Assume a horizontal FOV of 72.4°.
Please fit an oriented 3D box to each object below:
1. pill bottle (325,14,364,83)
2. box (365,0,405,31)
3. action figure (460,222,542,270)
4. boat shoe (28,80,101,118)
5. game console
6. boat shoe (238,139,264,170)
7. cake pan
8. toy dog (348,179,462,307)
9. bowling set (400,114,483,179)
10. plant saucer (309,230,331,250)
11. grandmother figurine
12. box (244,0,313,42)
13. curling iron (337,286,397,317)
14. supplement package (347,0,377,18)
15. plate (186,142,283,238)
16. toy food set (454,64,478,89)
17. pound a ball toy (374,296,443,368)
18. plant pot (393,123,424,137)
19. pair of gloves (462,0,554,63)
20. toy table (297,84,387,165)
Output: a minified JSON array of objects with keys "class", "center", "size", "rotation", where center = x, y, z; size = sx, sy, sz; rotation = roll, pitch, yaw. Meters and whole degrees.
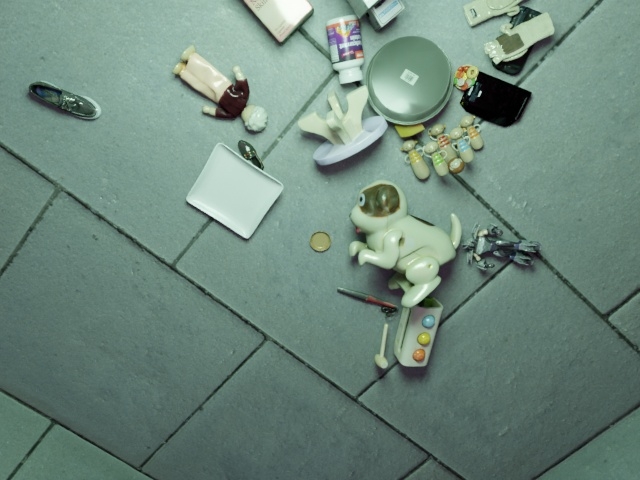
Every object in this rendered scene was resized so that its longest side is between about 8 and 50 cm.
[{"class":"pill bottle","center":[0.085,-0.618,1.424],"size":[0.108,0.108,0.194],"rotation":[-10,111,4]},{"class":"box","center":[0.128,-0.793,1.327],"size":[0.087,0.169,0.290],"rotation":[-36,106,13]},{"class":"action figure","center":[0.678,0.026,1.673],"size":[0.284,0.099,0.186],"rotation":[8,116,1]},{"class":"boat shoe","center":[-0.877,-0.481,1.496],"size":[0.228,0.076,0.080],"rotation":[27,108,-9]},{"class":"game console","center":[0.639,-0.583,1.472],"size":[0.213,0.044,0.362],"rotation":[19,110,-8]},{"class":"boat shoe","center":[-0.252,-0.306,1.580],"size":[0.048,0.042,0.133],"rotation":[-32,106,13]},{"class":"cake pan","center":[0.291,-0.532,1.435],"size":[0.292,0.054,0.294],"rotation":[0,92,7]},{"class":"toy dog","center":[0.279,-0.027,1.559],"size":[0.395,0.285,0.408],"rotation":[-38,104,13]},{"class":"bowling set","center":[0.440,-0.322,1.494],"size":[0.286,0.200,0.154],"rotation":[-30,106,7]},{"class":"plant saucer","center":[0.000,0.000,1.706],"size":[0.083,0.015,0.084],"rotation":[0,111,0]},{"class":"grandmother figurine","center":[-0.320,-0.501,1.481],"size":[0.342,0.104,0.207],"rotation":[39,133,-16]},{"class":"box","center":[-0.149,-0.757,1.363],"size":[0.148,0.127,0.232],"rotation":[-41,106,14]},{"class":"curling iron","center":[0.194,0.248,1.788],"size":[0.273,0.035,0.068],"rotation":[23,109,-9]},{"class":"supplement package","center":[0.112,-0.736,1.156],"size":[0.149,0.194,0.203],"rotation":[-37,107,10]},{"class":"plate","center":[-0.313,-0.181,1.606],"size":[0.277,0.045,0.278],"rotation":[33,118,-10]},{"class":"toy food set","center":[0.487,-0.550,1.472],"size":[0.083,0.020,0.083],"rotation":[33,113,33]},{"class":"pound a ball toy","center":[0.357,0.391,1.766],"size":[0.208,0.136,0.320],"rotation":[4,110,-16]},{"class":"plant pot","center":[0.303,-0.405,1.522],"size":[0.083,0.081,0.081],"rotation":[-30,108,17]},{"class":"pair of gloves","center":[0.597,-0.699,1.396],"size":[0.204,0.042,0.240],"rotation":[-30,84,16]},{"class":"toy table","center":[0.066,-0.384,1.455],"size":[0.274,0.252,0.161],"rotation":[-29,122,10]}]
